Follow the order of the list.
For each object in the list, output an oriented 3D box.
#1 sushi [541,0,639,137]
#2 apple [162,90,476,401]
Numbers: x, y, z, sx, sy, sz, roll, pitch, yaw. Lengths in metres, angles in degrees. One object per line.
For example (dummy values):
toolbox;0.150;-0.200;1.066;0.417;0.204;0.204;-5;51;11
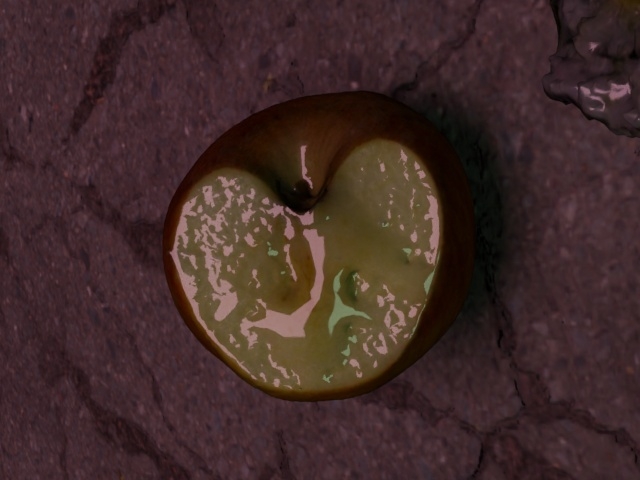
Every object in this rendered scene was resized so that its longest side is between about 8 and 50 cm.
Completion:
sushi;0.178;-0.134;0.492;0.274;0.139;0.184;-132;47;-65
apple;0.000;0.000;0.723;0.195;0.160;0.173;-14;109;8
